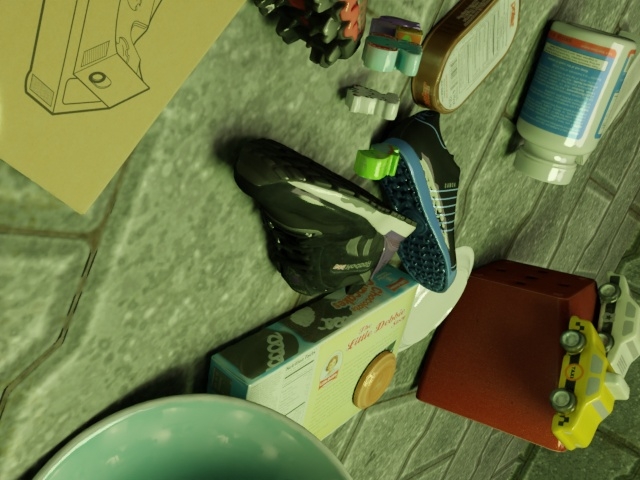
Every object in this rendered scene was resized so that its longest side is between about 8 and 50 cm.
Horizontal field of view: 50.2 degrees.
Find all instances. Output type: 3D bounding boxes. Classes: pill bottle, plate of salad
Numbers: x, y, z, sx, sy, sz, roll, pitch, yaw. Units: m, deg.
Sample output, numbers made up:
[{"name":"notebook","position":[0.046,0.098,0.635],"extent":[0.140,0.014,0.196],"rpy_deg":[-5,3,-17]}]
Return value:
[{"name":"pill bottle","position":[0.366,-0.201,1.015],"extent":[0.124,0.124,0.221],"rpy_deg":[-17,129,-50]},{"name":"plate of salad","position":[0.154,0.084,1.011],"extent":[0.200,0.048,0.200],"rpy_deg":[-34,148,-25]}]

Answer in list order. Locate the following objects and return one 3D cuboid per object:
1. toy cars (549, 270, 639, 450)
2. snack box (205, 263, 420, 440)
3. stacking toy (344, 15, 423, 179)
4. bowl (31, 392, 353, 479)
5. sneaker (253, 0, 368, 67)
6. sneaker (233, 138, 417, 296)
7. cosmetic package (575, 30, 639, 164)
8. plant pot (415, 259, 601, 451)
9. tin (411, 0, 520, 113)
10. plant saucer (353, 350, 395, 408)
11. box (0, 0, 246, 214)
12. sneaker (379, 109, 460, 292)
[{"name":"toy cars","position":[0.460,0.180,1.079],"extent":[0.394,0.087,0.176],"rpy_deg":[-27,111,-50]},{"name":"snack box","position":[-0.006,0.162,0.817],"extent":[0.322,0.060,0.187],"rpy_deg":[-23,134,-48]},{"name":"stacking toy","position":[0.056,-0.162,0.553],"extent":[0.221,0.052,0.167],"rpy_deg":[-78,180,-62]},{"name":"bowl","position":[-0.113,0.310,0.592],"extent":[0.311,0.311,0.163],"rpy_deg":[-38,162,-34]},{"name":"sneaker","position":[0.001,-0.244,0.448],"extent":[0.135,0.097,0.276],"rpy_deg":[-46,146,-19]},{"name":"sneaker","position":[0.000,0.000,0.654],"extent":[0.124,0.107,0.283],"rpy_deg":[-58,150,7]},{"name":"cosmetic package","position":[0.513,-0.262,1.249],"extent":[0.239,0.060,0.099],"rpy_deg":[-52,151,-15]},{"name":"plant pot","position":[0.357,0.174,1.208],"extent":[0.267,0.267,0.236],"rpy_deg":[-11,111,-53]},{"name":"tin","position":[0.173,-0.224,0.792],"extent":[0.189,0.040,0.106],"rpy_deg":[-48,152,-22]},{"name":"plant saucer","position":[0.073,0.182,0.881],"extent":[0.083,0.013,0.083],"rpy_deg":[-39,145,-35]},{"name":"box","position":[-0.136,-0.133,0.412],"extent":[0.201,0.021,0.164],"rpy_deg":[-56,150,-10]},{"name":"sneaker","position":[0.132,-0.042,0.807],"extent":[0.090,0.081,0.232],"rpy_deg":[-44,133,-27]}]
